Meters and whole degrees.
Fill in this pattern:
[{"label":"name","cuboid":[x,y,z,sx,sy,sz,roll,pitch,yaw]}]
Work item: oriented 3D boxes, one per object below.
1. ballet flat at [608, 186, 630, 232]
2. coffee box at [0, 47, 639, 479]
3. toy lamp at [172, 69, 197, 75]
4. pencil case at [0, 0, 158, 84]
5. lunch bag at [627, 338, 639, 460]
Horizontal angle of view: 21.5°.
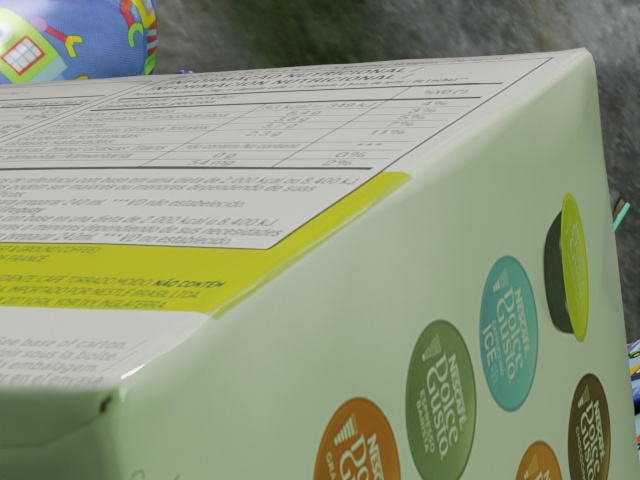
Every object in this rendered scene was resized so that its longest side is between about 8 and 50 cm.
[{"label":"ballet flat","cuboid":[0.156,0.032,1.190,0.074,0.074,0.203,42,53,-18]},{"label":"coffee box","cuboid":[-0.089,0.134,0.610,0.334,0.338,0.337,-35,121,-57]},{"label":"toy lamp","cuboid":[0.000,0.000,1.052,0.275,0.080,0.080,41,48,-17]},{"label":"pencil case","cuboid":[-0.196,-0.049,0.871,0.133,0.119,0.306,36,47,0]},{"label":"lunch bag","cuboid":[0.238,0.133,1.092,0.138,0.221,0.293,50,45,-10]}]
